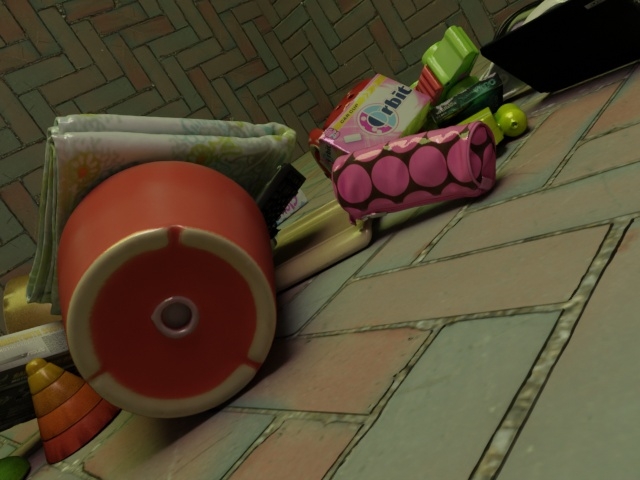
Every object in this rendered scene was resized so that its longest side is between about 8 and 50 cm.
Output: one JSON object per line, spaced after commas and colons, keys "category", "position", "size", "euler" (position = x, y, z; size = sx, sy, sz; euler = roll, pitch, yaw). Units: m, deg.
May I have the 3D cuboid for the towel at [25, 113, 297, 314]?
{"category": "towel", "position": [-0.234, -0.033, 0.854], "size": [0.374, 0.090, 0.321], "euler": [-7, -43, -38]}

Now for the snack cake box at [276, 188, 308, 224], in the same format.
{"category": "snack cake box", "position": [-0.178, -0.058, 1.498], "size": [0.264, 0.089, 0.152], "euler": [-40, 12, -34]}

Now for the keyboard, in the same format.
{"category": "keyboard", "position": [-0.122, 0.026, 0.866], "size": [0.317, 0.033, 0.201], "euler": [-53, -6, 3]}

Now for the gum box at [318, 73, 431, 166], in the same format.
{"category": "gum box", "position": [0.096, -0.191, 0.944], "size": [0.188, 0.107, 0.062], "euler": [-51, -20, -22]}

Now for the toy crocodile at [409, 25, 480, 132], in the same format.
{"category": "toy crocodile", "position": [0.219, -0.281, 1.080], "size": [0.105, 0.115, 0.340], "euler": [-27, -11, -11]}

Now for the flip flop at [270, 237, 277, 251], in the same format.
{"category": "flip flop", "position": [-0.200, 0.041, 1.148], "size": [0.277, 0.112, 0.080], "euler": [-16, 34, 40]}

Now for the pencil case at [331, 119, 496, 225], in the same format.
{"category": "pencil case", "position": [0.121, -0.084, 0.726], "size": [0.209, 0.098, 0.095], "euler": [-12, -23, 36]}

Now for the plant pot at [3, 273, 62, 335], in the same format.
{"category": "plant pot", "position": [-0.429, 0.141, 1.094], "size": [0.254, 0.237, 0.237], "euler": [-19, 10, -8]}

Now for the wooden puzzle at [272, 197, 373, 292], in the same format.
{"category": "wooden puzzle", "position": [0.000, 0.000, 0.908], "size": [0.220, 0.044, 0.239], "euler": [-29, 17, 19]}

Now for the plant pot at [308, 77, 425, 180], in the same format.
{"category": "plant pot", "position": [0.087, -0.188, 1.096], "size": [0.174, 0.191, 0.191], "euler": [-44, 13, -8]}

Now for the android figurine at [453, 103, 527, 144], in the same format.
{"category": "android figurine", "position": [0.205, -0.144, 0.890], "size": [0.248, 0.056, 0.273], "euler": [-28, 9, 20]}

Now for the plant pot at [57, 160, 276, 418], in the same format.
{"category": "plant pot", "position": [-0.168, 0.053, 0.635], "size": [0.274, 0.275, 0.243], "euler": [-34, 20, -6]}

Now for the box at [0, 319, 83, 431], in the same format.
{"category": "box", "position": [-0.442, 0.206, 0.830], "size": [0.231, 0.056, 0.183], "euler": [-15, -34, -53]}

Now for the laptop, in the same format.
{"category": "laptop", "position": [0.436, -0.339, 0.882], "size": [0.264, 0.137, 0.234], "euler": [-38, 13, -25]}

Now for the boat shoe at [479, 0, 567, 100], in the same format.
{"category": "boat shoe", "position": [0.386, -0.340, 1.056], "size": [0.096, 0.098, 0.277], "euler": [-46, -4, -35]}

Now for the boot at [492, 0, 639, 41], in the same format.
{"category": "boot", "position": [0.577, -0.531, 1.314], "size": [0.347, 0.131, 0.260], "euler": [-28, 12, 21]}

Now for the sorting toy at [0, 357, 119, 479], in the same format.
{"category": "sorting toy", "position": [-0.452, 0.281, 0.733], "size": [0.365, 0.126, 0.127], "euler": [-35, 12, -12]}

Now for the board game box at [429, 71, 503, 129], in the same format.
{"category": "board game box", "position": [0.270, -0.238, 1.020], "size": [0.126, 0.026, 0.186], "euler": [-29, -9, 16]}
